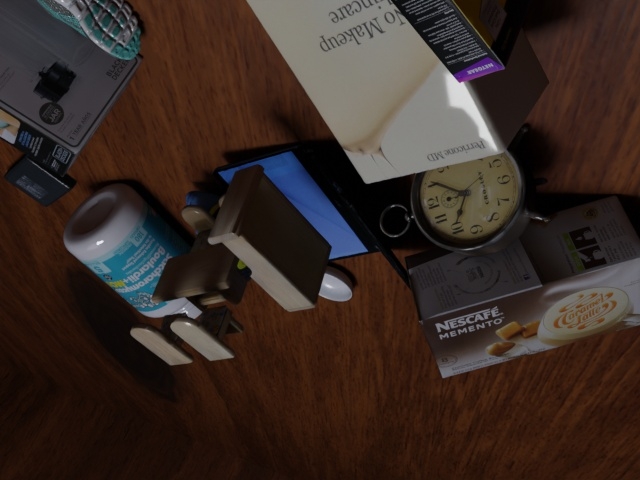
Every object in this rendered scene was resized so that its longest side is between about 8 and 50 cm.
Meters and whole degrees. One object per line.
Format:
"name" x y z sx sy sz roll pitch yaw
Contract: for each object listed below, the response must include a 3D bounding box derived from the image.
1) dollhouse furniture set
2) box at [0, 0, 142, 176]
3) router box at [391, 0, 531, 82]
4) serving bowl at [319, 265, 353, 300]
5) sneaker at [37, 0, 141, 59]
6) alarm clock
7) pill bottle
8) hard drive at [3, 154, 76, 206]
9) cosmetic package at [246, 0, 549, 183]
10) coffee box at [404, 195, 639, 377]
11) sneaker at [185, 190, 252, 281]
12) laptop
"dollhouse furniture set" -0.136 0.020 0.969 0.242 0.212 0.161 -13 135 34
"box" -0.388 -0.232 0.909 0.290 0.169 0.087 33 152 -17
"router box" 0.104 -0.223 0.535 0.046 0.178 0.133 -10 137 48
"serving bowl" 0.016 0.065 1.224 0.083 0.027 0.083 18 150 11
"sneaker" -0.283 -0.276 0.881 0.166 0.065 0.076 43 163 -23
"alarm clock" 0.152 -0.044 0.832 0.192 0.129 0.064 -16 164 27
"pill bottle" -0.301 0.035 1.295 0.146 0.146 0.264 -1 142 38
"hard drive" -0.501 -0.108 1.338 0.094 0.022 0.135 40 148 -24
"cosmetic package" 0.038 -0.210 0.614 0.160 0.113 0.309 -11 122 47
"coffee box" 0.236 0.058 0.868 0.247 0.098 0.141 -17 138 8
"sneaker" -0.155 -0.009 1.207 0.082 0.069 0.209 30 159 31
"laptop" 0.000 0.000 1.010 0.234 0.137 0.264 50 -176 -38
